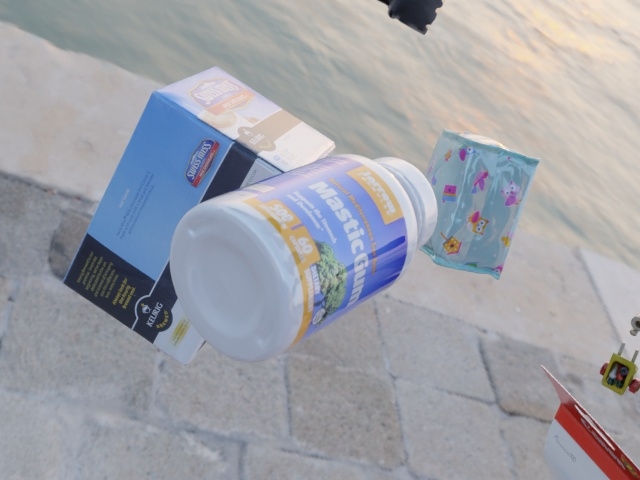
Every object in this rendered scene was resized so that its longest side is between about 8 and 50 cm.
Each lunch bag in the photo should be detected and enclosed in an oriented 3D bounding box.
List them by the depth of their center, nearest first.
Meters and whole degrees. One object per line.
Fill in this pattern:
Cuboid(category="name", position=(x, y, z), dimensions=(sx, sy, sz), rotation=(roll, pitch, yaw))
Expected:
Cuboid(category="lunch bag", position=(0.248, -0.076, 1.420), dimensions=(0.160, 0.223, 0.262), rotation=(13, 11, -12))

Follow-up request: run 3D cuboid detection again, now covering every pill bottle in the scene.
Cuboid(category="pill bottle", position=(0.000, 0.000, 0.796), dimensions=(0.152, 0.152, 0.272), rotation=(47, 41, 15))

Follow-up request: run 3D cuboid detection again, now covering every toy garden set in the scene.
Cuboid(category="toy garden set", position=(0.578, 0.200, 1.335), dimensions=(0.049, 0.244, 0.204), rotation=(-23, 42, -40))

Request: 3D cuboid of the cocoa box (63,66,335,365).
Cuboid(category="cocoa box", position=(-0.178, -0.043, 1.205), dimensions=(0.228, 0.347, 0.231), rotation=(33, 25, 2))

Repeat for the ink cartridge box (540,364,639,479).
Cuboid(category="ink cartridge box", position=(0.518, 0.457, 1.519), dimensions=(0.385, 0.091, 0.308), rotation=(58, -2, -33))

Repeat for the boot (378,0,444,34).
Cuboid(category="boot", position=(-0.032, -0.396, 0.566), dimensions=(0.445, 0.367, 0.146), rotation=(30, 41, -3))
